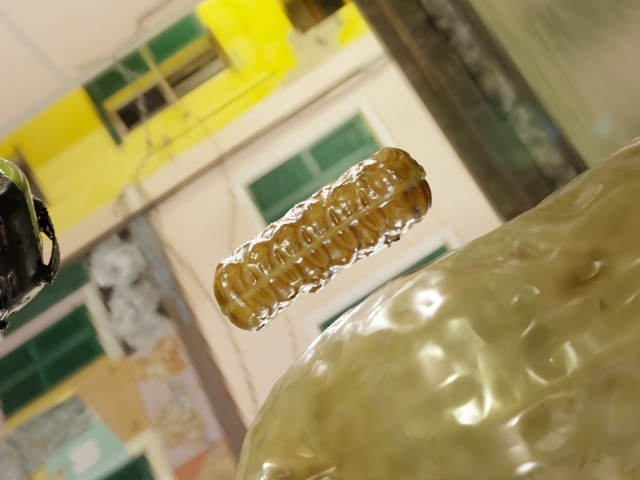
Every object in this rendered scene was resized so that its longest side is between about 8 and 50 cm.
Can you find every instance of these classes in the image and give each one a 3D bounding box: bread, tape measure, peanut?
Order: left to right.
[{"bbox_3d":[-0.283,-0.003,1.032,0.199,0.186,0.112,-41,-47,-46],"label":"tape measure"},{"bbox_3d":[0.000,0.000,0.892,0.052,0.157,0.044,49,-162,-19],"label":"bread"},{"bbox_3d":[0.125,0.062,0.721,0.169,0.387,0.192,62,172,11],"label":"peanut"}]
